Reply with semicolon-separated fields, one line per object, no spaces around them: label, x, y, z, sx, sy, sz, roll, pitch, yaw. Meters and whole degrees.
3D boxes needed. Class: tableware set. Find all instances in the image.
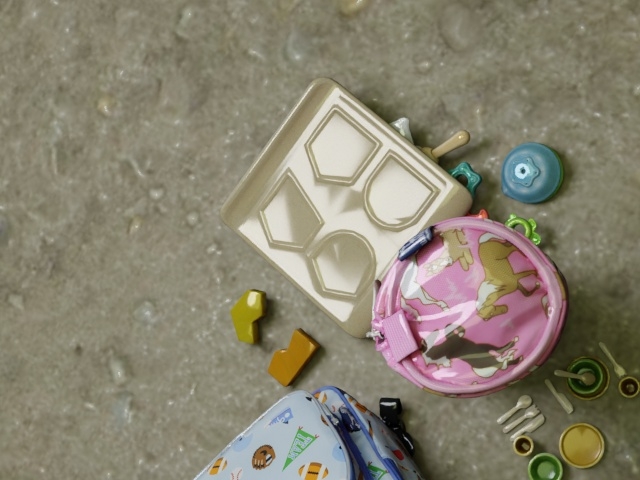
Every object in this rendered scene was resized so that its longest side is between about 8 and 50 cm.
tableware set;0.269;0.187;1.454;0.154;0.024;0.104;-37;71;8

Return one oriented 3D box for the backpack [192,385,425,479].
backpack;0.003;0.302;1.396;0.276;0.213;0.263;-47;48;6

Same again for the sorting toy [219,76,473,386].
sorting toy;0.000;0.000;1.555;0.229;0.041;0.307;40;104;14

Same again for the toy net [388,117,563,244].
toy net;0.149;-0.067;1.534;0.232;0.045;0.122;14;96;23

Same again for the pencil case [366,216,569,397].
pencil case;0.150;0.070;1.329;0.167;0.386;0.160;28;91;11
